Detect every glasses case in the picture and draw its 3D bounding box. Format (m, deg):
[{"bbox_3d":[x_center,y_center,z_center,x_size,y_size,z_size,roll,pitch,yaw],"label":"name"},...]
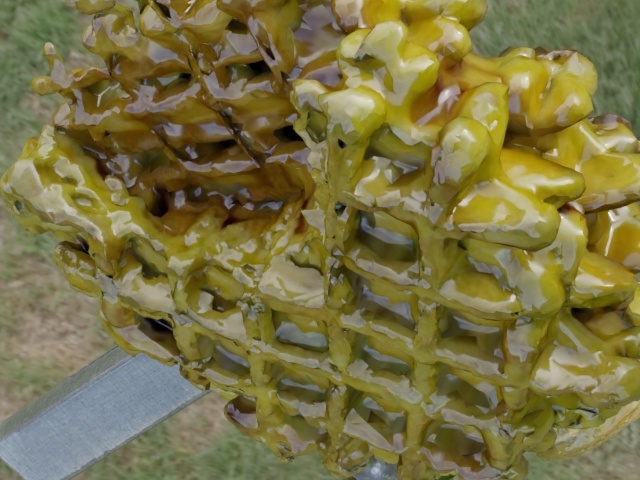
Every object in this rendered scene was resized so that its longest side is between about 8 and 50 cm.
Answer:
[{"bbox_3d":[-0.177,0.135,1.122,0.205,0.071,0.047,-33,25,17],"label":"glasses case"}]

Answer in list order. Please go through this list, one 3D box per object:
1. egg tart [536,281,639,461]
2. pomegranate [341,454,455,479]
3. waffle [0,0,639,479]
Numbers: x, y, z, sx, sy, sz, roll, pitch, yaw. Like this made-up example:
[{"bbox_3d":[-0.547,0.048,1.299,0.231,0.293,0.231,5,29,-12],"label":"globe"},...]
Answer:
[{"bbox_3d":[0.340,0.144,1.684,0.123,0.294,0.294,41,94,-9],"label":"egg tart"},{"bbox_3d":[0.104,0.226,1.368,0.152,0.131,0.191,-41,88,1],"label":"pomegranate"},{"bbox_3d":[0.000,0.000,0.398,0.197,0.193,0.070,33,54,-7],"label":"waffle"}]
